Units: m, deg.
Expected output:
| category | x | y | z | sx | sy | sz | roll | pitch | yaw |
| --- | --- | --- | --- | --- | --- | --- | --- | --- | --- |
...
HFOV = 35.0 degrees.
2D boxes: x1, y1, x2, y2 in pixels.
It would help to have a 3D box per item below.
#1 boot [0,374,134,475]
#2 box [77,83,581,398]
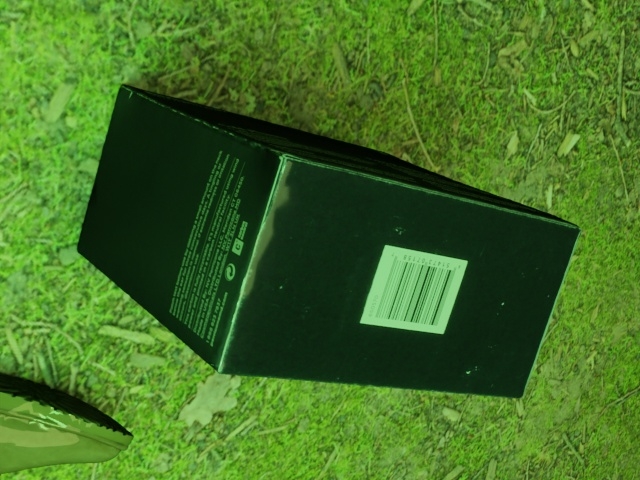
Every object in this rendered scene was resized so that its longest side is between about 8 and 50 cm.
| category | x | y | z | sx | sy | sz | roll | pitch | yaw |
| --- | --- | --- | --- | --- | --- | --- | --- | --- | --- |
| boot | -0.334 | 0.261 | 0.960 | 0.236 | 0.089 | 0.269 | 26 | 89 | -33 |
| box | 0.000 | 0.000 | 0.958 | 0.343 | 0.312 | 0.178 | 11 | 101 | -36 |
